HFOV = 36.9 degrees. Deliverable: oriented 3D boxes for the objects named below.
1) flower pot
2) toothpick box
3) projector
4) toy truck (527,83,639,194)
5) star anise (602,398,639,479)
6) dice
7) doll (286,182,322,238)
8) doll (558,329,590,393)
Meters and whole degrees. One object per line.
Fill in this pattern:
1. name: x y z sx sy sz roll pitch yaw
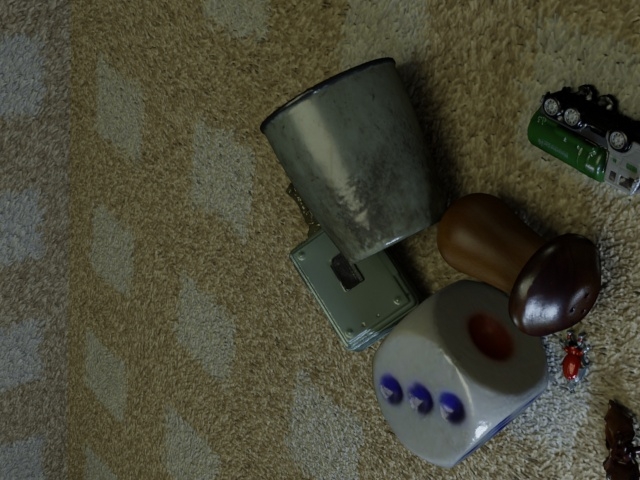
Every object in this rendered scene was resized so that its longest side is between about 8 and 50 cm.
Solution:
1. flower pot: 0.081 -0.143 1.859 0.294 0.294 0.330 -27 89 51
2. toothpick box: 0.346 0.039 1.675 0.294 0.192 0.192 37 129 43
3. projector: 0.075 0.079 2.008 0.192 0.099 0.256 -35 73 11
4. toy truck: 0.444 -0.163 1.550 0.242 0.101 0.124 37 134 40
5. star anise: 0.556 0.361 1.647 0.140 0.144 0.158 -61 -31 -82
6. dice: 0.260 0.250 1.807 0.259 0.243 0.251 51 136 21
7. doll: 0.014 -0.006 2.141 0.203 0.091 0.285 -5 87 34
8. doll: 0.454 0.219 1.721 0.057 0.039 0.114 4 96 20
